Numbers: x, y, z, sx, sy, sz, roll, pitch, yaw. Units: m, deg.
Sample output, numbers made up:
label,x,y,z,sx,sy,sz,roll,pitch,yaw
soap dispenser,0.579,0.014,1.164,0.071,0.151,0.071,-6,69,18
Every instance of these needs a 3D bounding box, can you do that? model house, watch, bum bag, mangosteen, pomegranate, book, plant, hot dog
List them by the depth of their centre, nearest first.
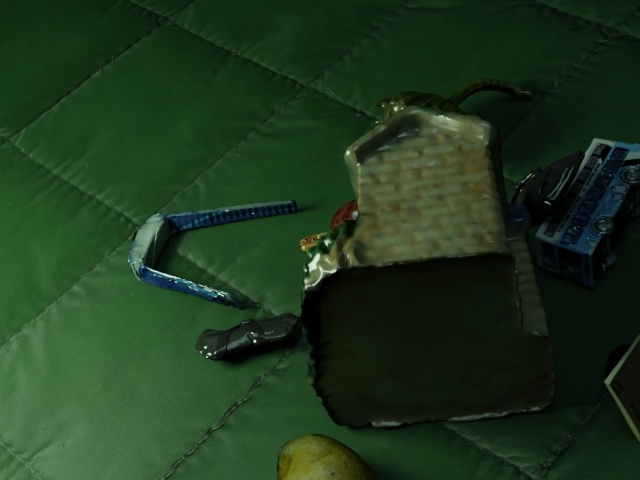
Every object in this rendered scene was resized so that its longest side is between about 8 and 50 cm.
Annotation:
label,x,y,z,sx,sy,sz,roll,pitch,yaw
book,0.533,0.204,1.738,0.198,0.138,0.016,-47,26,-26
mangosteen,0.505,0.209,1.780,0.081,0.081,0.081,-7,47,8
model house,0.161,0.025,1.784,0.395,0.445,0.400,-7,49,11
bum bag,0.401,-0.092,1.988,0.060,0.248,0.123,39,73,-8
bum bag,-0.132,0.178,1.990,0.198,0.049,0.087,-15,23,2
pomegranate,0.075,-0.003,2.059,0.129,0.129,0.159,16,81,26
hot dog,0.000,0.000,2.133,0.083,0.021,0.037,-16,48,2
watch,-0.222,-0.006,2.164,0.275,0.068,0.276,12,52,24
plant,0.253,-0.243,2.236,0.251,0.180,0.333,35,40,7

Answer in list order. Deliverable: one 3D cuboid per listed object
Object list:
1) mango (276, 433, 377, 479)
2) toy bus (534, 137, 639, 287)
label,x,y,z,sx,sy,sz,roll,pitch,yaw
mango,0.015,0.425,1.659,0.177,0.175,0.329,10,29,-5
toy bus,0.507,-0.058,2.001,0.131,0.106,0.297,18,53,30
